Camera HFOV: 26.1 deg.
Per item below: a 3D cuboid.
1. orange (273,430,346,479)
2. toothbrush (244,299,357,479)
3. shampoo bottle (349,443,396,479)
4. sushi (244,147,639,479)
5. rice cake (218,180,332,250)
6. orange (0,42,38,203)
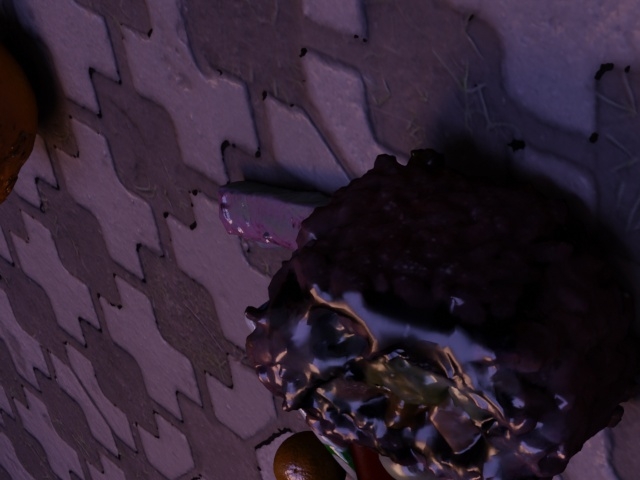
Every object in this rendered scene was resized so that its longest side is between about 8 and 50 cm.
[{"bbox_3d":[-0.010,0.240,1.465,0.085,0.085,0.085,38,146,32],"label":"orange"},{"bbox_3d":[0.043,0.244,1.417,0.418,0.040,0.042,59,161,-3],"label":"toothbrush"},{"bbox_3d":[0.059,0.158,1.283,0.102,0.064,0.260,26,138,46],"label":"shampoo bottle"},{"bbox_3d":[0.089,0.081,1.005,0.270,0.171,0.236,21,131,26],"label":"sushi"},{"bbox_3d":[-0.002,-0.003,1.231,0.290,0.051,0.081,16,130,51],"label":"rice cake"},{"bbox_3d":[-0.451,-0.139,1.597,0.246,0.246,0.246,38,146,32],"label":"orange"}]
